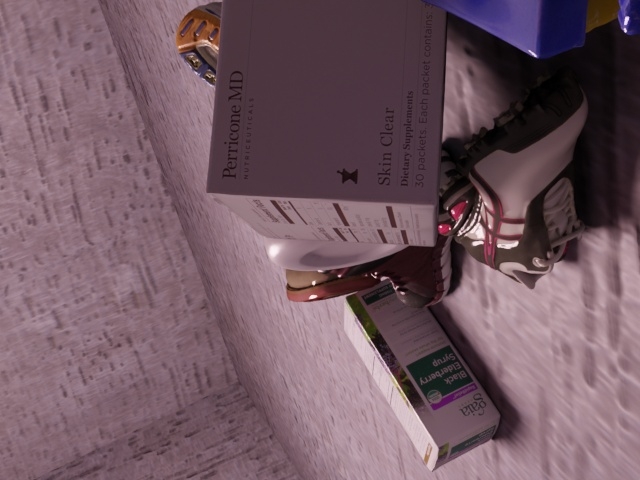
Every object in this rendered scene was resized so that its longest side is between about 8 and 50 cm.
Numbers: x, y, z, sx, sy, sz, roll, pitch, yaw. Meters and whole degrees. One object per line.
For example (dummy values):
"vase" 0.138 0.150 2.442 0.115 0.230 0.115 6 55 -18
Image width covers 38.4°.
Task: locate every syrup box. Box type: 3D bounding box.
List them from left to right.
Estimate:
"syrup box" 0.126 0.167 1.194 0.236 0.093 0.096 58 163 29

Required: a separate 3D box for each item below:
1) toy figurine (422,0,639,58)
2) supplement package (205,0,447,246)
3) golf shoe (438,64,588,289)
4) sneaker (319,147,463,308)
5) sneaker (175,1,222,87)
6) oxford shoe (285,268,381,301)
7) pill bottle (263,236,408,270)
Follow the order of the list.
"toy figurine" 0.109 -0.185 0.440 0.362 0.217 0.191 48 157 49
"supplement package" 0.019 -0.139 0.665 0.204 0.145 0.261 46 -134 -79
"golf shoe" 0.171 -0.044 0.732 0.120 0.105 0.273 47 168 10
"sneaker" 0.063 0.012 1.026 0.106 0.163 0.281 58 164 28
"sneaker" -0.063 -0.214 1.280 0.112 0.131 0.296 -30 103 33
"oxford shoe" 0.000 0.000 1.246 0.348 0.123 0.130 -135 34 -79
"pill bottle" 0.001 -0.114 0.853 0.146 0.146 0.264 116 145 -72
